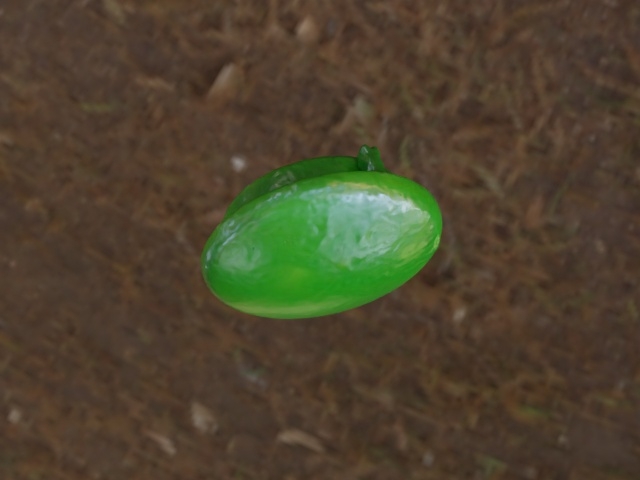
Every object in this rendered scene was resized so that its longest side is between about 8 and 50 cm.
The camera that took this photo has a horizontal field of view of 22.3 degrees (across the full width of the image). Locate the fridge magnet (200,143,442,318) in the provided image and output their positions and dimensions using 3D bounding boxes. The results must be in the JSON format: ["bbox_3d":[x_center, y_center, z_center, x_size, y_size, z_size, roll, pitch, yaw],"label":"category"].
[{"bbox_3d":[0.000,0.000,1.366,0.208,0.088,0.208,-12,150,-7],"label":"fridge magnet"}]
